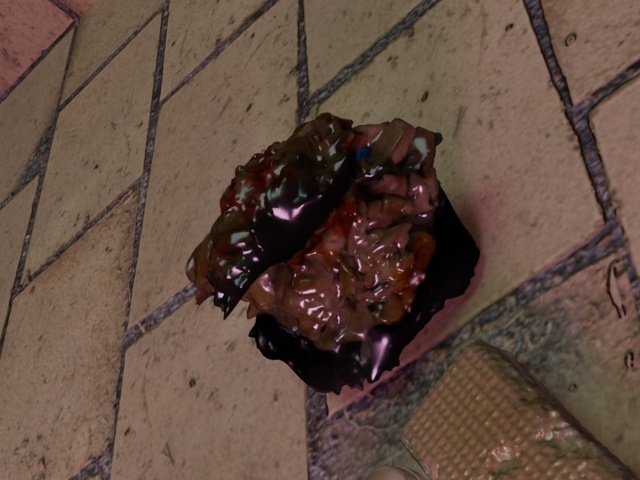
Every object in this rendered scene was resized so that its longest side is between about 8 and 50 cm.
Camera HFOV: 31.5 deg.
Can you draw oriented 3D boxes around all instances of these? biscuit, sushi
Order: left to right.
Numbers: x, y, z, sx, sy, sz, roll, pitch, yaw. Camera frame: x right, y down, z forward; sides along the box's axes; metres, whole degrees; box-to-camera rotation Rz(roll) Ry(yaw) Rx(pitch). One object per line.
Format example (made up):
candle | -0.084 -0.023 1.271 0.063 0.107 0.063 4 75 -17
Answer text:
sushi | -0.004 -0.003 1.003 0.225 0.219 0.238 -3 58 50
biscuit | 0.142 0.160 0.783 0.108 0.062 0.239 -52 30 5

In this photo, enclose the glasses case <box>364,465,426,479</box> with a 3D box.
glasses case | 0.033 0.264 0.821 0.081 0.051 0.204 -3 69 63
